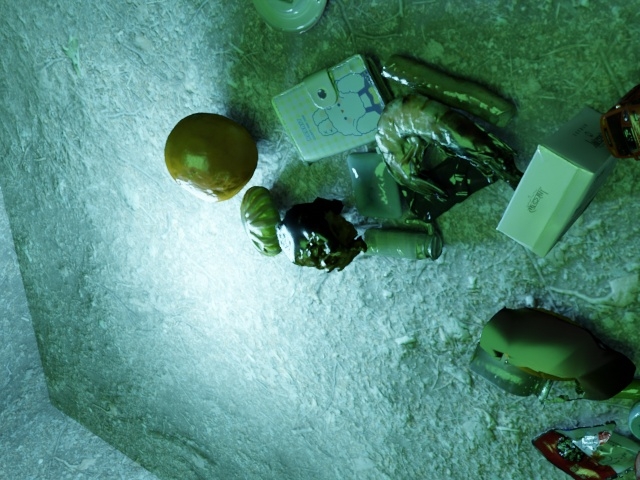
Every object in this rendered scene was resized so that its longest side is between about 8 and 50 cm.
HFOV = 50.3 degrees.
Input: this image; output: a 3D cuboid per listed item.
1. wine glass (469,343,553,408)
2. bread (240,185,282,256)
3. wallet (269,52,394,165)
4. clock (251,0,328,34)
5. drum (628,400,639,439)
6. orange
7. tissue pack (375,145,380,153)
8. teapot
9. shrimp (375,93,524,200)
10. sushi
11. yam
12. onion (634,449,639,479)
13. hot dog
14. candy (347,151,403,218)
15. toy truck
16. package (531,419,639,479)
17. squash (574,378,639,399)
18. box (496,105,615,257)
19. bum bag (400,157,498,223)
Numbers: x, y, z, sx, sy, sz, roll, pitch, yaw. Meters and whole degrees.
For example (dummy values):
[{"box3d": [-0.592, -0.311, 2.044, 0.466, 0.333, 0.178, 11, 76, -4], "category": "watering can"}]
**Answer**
[{"box3d": [0.484, 0.327, 1.710, 0.204, 0.111, 0.111, 24, 127, 25], "category": "wine glass"}, {"box3d": [-0.172, -0.057, 1.957, 0.213, 0.104, 0.213, 167, 90, -77], "category": "bread"}, {"box3d": [0.040, -0.322, 1.708, 0.309, 0.077, 0.223, -15, 107, 41], "category": "wallet"}, {"box3d": [-0.079, -0.623, 1.641, 0.244, 0.056, 0.244, 19, 125, 30], "category": "clock"}, {"box3d": [0.831, 0.418, 1.534, 0.253, 0.049, 0.130, 0, 123, 29], "category": "drum"}, {"box3d": [-0.304, -0.239, 1.905, 0.261, 0.261, 0.261, 19, 125, 29], "category": "orange"}, {"box3d": [0.192, -0.238, 1.651, 0.108, 0.056, 0.023, -9, 114, 42], "category": "tissue pack"}, {"box3d": [0.215, -0.007, 1.760, 0.200, 0.077, 0.107, 6, 98, 36], "category": "teapot"}, {"box3d": [0.280, -0.185, 1.541, 0.365, 0.071, 0.233, 34, 131, 16], "category": "shrimp"}, {"box3d": [0.007, -0.002, 1.806, 0.204, 0.200, 0.213, 64, 154, 26], "category": "sushi"}, {"box3d": [0.282, -0.337, 1.515, 0.317, 0.067, 0.071, 30, 165, 22], "category": "yam"}, {"box3d": [0.834, 0.540, 1.476, 0.272, 0.195, 0.272, 11, 136, 11], "category": "onion"}, {"box3d": [0.550, 0.266, 1.612, 0.326, 0.107, 0.194, 36, 103, 15], "category": "hot dog"}, {"box3d": [0.140, -0.141, 1.737, 0.138, 0.071, 0.174, 6, 118, 38], "category": "candy"}, {"box3d": [0.583, -0.217, 1.218, 0.114, 0.252, 0.108, -12, 107, 46], "category": "toy truck"}, {"box3d": [0.682, 0.528, 1.713, 0.194, 0.071, 0.269, 48, 147, 9], "category": "package"}, {"box3d": [0.688, 0.348, 1.609, 0.183, 0.052, 0.052, -6, 111, 44], "category": "squash"}, {"box3d": [0.482, -0.120, 1.337, 0.116, 0.274, 0.203, 35, 132, 20], "category": "box"}, {"box3d": [0.303, -0.137, 1.619, 0.248, 0.060, 0.123, -37, 86, 43], "category": "bum bag"}]
